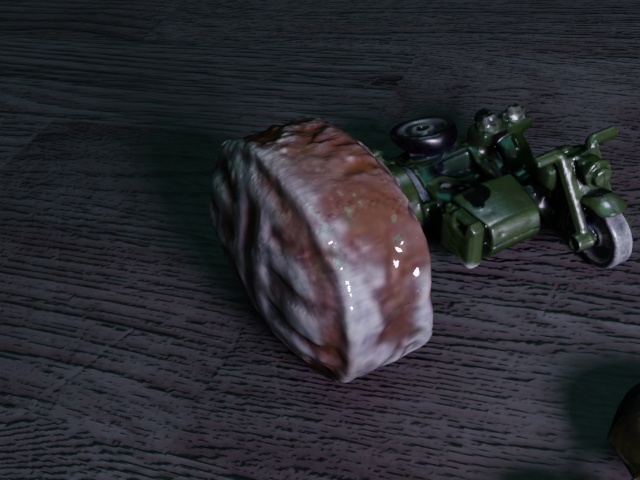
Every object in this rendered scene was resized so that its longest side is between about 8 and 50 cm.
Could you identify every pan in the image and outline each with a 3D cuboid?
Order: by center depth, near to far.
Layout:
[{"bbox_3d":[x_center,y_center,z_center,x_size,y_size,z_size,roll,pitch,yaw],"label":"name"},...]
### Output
[{"bbox_3d":[0.277,0.160,0.647,0.129,0.048,0.202,11,30,25],"label":"pan"}]

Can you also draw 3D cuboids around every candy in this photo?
[{"bbox_3d":[0.000,0.000,0.826,0.157,0.214,0.289,-21,40,-20],"label":"candy"}]

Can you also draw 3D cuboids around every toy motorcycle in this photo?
[{"bbox_3d":[0.180,-0.054,0.915,0.205,0.127,0.275,-22,36,-16],"label":"toy motorcycle"}]
